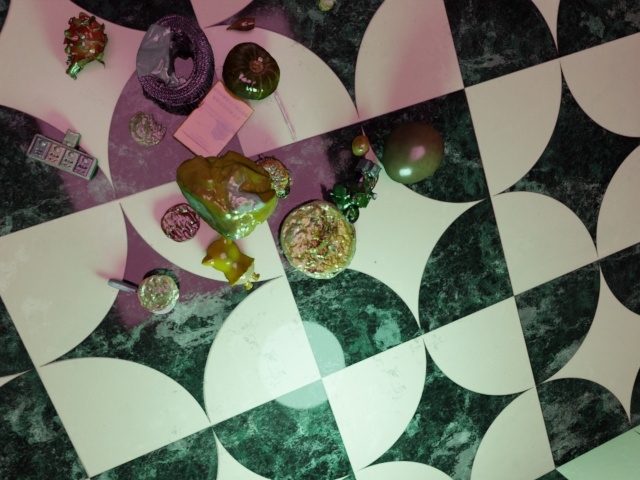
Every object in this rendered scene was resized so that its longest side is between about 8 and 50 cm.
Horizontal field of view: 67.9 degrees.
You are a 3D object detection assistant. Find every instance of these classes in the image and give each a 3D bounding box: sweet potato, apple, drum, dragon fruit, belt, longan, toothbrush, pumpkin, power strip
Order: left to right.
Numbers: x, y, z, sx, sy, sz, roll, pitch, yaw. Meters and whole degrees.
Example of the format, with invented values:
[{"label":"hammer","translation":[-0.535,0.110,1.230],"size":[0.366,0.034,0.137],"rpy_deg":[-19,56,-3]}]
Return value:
[{"label":"power strip","translation":[-0.903,-0.320,1.692],"size":[0.216,0.061,0.145],"rpy_deg":[24,84,-17]},{"label":"dragon fruit","translation":[-0.809,-0.658,1.636],"size":[0.137,0.135,0.235],"rpy_deg":[13,115,-15]},{"label":"drum","translation":[-0.670,0.186,1.820],"size":[0.253,0.049,0.130],"rpy_deg":[38,87,-16]},{"label":"belt","translation":[-0.512,-0.631,1.689],"size":[0.261,0.122,0.324],"rpy_deg":[5,90,-1]},{"label":"sweet potato","translation":[-0.297,-0.806,1.782],"size":[0.117,0.049,0.049],"rpy_deg":[-15,101,-5]},{"label":"pumpkin","translation":[-0.257,-0.622,1.768],"size":[0.219,0.162,0.218],"rpy_deg":[7,71,-22]},{"label":"toothbrush","translation":[-0.137,-0.484,1.884],"size":[0.014,0.017,0.194],"rpy_deg":[-26,103,-9]},{"label":"apple","translation":[0.164,-0.389,1.943],"size":[0.071,0.084,0.083],"rpy_deg":[-6,100,3]},{"label":"longan","translation":[0.372,-0.352,1.921],"size":[0.259,0.258,0.257],"rpy_deg":[-2,98,-14]}]

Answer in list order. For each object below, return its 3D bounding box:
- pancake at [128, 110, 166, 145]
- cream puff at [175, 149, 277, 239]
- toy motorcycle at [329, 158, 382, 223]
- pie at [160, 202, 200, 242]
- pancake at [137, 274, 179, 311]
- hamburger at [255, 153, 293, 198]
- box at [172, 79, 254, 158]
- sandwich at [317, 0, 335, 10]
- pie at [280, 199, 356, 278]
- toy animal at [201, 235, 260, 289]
[{"label":"pancake","translation":[-0.646,-0.411,1.758],"size":[0.116,0.022,0.129],"rpy_deg":[-45,106,-2]},{"label":"cream puff","translation":[-0.316,-0.178,1.710],"size":[0.275,0.378,0.378],"rpy_deg":[-46,106,-16]},{"label":"toy motorcycle","translation":[0.146,-0.216,1.924],"size":[0.187,0.125,0.274],"rpy_deg":[40,73,-41]},{"label":"pie","translation":[-0.537,-0.067,1.828],"size":[0.154,0.038,0.153],"rpy_deg":[-2,97,-17]},{"label":"pancake","translation":[-0.613,0.200,1.798],"size":[0.152,0.025,0.151],"rpy_deg":[-2,98,-15]},{"label":"hamburger","translation":[-0.192,-0.242,1.864],"size":[0.190,0.093,0.164],"rpy_deg":[42,85,-18]},{"label":"box","translation":[-0.402,-0.441,1.791],"size":[0.174,0.076,0.274],"rpy_deg":[39,87,-15]},{"label":"sandwich","translation":[0.030,-0.951,1.853],"size":[0.093,0.036,0.104],"rpy_deg":[-7,100,-15]},{"label":"pie","translation":[0.000,0.000,1.954],"size":[0.340,0.077,0.338],"rpy_deg":[-1,94,-15]},{"label":"toy animal","translation":[-0.339,0.093,1.849],"size":[0.230,0.156,0.156],"rpy_deg":[42,86,-19]}]
